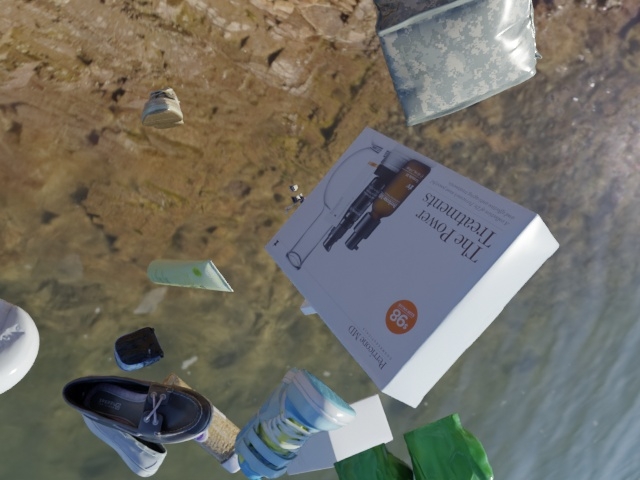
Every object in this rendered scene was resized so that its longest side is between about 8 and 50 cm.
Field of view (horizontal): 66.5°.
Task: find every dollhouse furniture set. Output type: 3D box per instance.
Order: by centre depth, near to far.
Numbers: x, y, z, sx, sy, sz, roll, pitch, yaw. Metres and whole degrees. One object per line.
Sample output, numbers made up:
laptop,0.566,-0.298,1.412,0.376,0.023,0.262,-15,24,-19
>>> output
dollhouse furniture set,-0.070,-0.125,1.569,0.081,0.114,0.090,-37,115,-27

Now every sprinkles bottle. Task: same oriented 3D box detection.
sprinkles bottle,-0.372,0.572,1.536,0.355,0.121,0.121,43,101,-7

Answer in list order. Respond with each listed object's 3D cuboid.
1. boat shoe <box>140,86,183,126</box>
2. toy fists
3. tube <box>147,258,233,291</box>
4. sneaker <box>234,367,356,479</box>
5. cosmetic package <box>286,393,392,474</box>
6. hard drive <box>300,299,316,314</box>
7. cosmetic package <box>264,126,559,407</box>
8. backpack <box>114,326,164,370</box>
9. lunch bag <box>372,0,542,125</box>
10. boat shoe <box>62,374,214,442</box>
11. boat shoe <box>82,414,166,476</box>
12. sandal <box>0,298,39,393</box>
boat shoe,-0.440,-0.372,1.354,0.109,0.302,0.098,-11,100,-8
toy fists,0.160,0.416,0.853,0.279,0.142,0.096,-30,154,19
tube,-0.301,0.074,1.102,0.070,0.240,0.062,11,82,-51
sneaker,-0.056,0.336,0.845,0.127,0.319,0.208,39,74,3
cosmetic package,0.037,0.546,1.377,0.224,0.138,0.225,-2,155,-44
hard drive,0.110,0.153,1.759,0.353,0.233,0.047,-19,114,41
cosmetic package,0.101,0.010,0.742,0.097,0.377,0.284,35,96,-40
backpack,-0.517,0.312,1.374,0.114,0.105,0.084,-15,154,-37
lunch bag,0.272,-0.397,0.963,0.287,0.168,0.235,-13,137,18
boat shoe,-0.375,0.333,0.977,0.336,0.112,0.095,0,155,25
boat shoe,-0.435,0.422,1.098,0.227,0.079,0.081,40,95,9
sandal,-0.549,0.116,0.600,0.417,0.169,0.102,17,140,8
